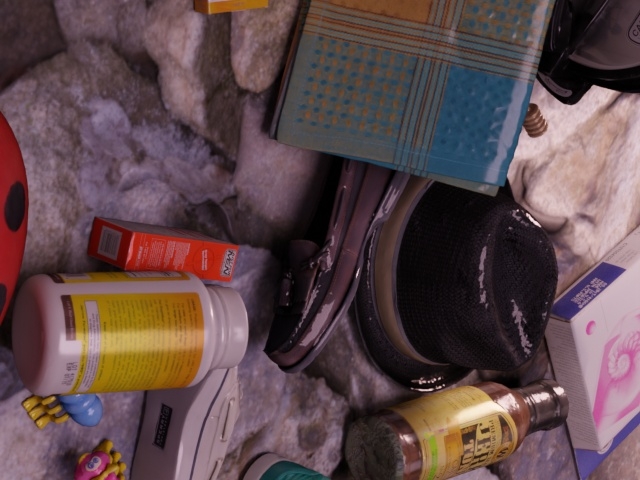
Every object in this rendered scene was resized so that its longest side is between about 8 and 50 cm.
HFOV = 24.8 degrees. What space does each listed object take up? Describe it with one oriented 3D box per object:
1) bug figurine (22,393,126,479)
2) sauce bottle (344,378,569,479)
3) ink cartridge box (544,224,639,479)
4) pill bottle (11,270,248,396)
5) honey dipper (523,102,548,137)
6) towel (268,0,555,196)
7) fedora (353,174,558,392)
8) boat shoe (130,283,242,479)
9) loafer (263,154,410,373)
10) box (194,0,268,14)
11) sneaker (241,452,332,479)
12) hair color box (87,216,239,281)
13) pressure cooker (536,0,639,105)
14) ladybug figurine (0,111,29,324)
[{"bbox_3d":[-0.290,0.252,1.464,0.279,0.072,0.216,-47,131,-22],"label":"bug figurine"},{"bbox_3d":[0.189,0.242,1.883,0.344,0.111,0.111,-11,111,-40],"label":"sauce bottle"},{"bbox_3d":[0.477,0.153,2.154,0.324,0.071,0.330,-38,125,-29],"label":"ink cartridge box"},{"bbox_3d":[-0.183,0.089,1.421,0.215,0.117,0.117,0,104,-30],"label":"pill bottle"},{"bbox_3d":[0.246,-0.197,1.851,0.030,0.030,0.161,-49,127,-20],"label":"honey dipper"},{"bbox_3d":[0.118,-0.255,1.596,0.271,0.040,0.370,15,93,-4],"label":"towel"},{"bbox_3d":[0.191,0.049,1.791,0.334,0.152,0.334,-15,114,-39],"label":"fedora"},{"bbox_3d":[-0.127,0.175,1.577,0.088,0.096,0.267,3,103,-48],"label":"boat shoe"},{"bbox_3d":[0.000,0.000,1.647,0.095,0.109,0.302,35,72,-26],"label":"loafer"},{"bbox_3d":[-0.092,-0.305,1.497,0.081,0.028,0.136,-14,110,-40],"label":"box"},{"bbox_3d":[0.041,0.372,1.739,0.124,0.178,0.295,-54,133,-16],"label":"sneaker"},{"bbox_3d":[-0.161,0.010,1.504,0.141,0.072,0.043,7,98,-44],"label":"hair color box"},{"bbox_3d":[0.431,-0.344,1.745,0.420,0.375,0.370,3,87,-44],"label":"pressure cooker"},{"bbox_3d":[-0.395,0.044,1.233,0.305,0.162,0.449,35,79,-43],"label":"ladybug figurine"}]
